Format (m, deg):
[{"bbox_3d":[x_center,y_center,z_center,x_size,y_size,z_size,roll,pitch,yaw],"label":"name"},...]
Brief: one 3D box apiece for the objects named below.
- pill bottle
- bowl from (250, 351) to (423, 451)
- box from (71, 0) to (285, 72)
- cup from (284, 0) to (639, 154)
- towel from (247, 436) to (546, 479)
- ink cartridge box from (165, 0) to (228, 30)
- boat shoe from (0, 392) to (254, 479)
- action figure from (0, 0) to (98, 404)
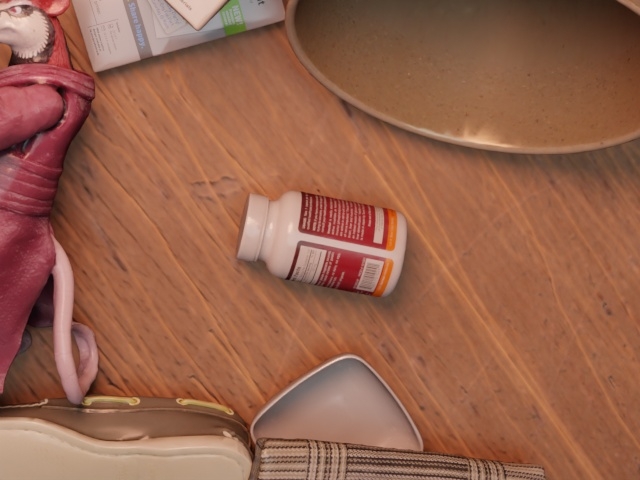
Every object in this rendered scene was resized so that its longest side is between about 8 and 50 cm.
[{"bbox_3d":[0.000,0.000,1.175,0.152,0.086,0.086,12,100,-8],"label":"pill bottle"},{"bbox_3d":[0.015,0.188,1.231,0.142,0.053,0.142,-35,103,3],"label":"bowl"},{"bbox_3d":[-0.139,-0.248,1.136,0.186,0.038,0.145,-16,102,-4],"label":"box"},{"bbox_3d":[0.158,-0.250,1.050,0.331,0.331,0.237,17,72,-9],"label":"cup"},{"bbox_3d":[0.054,0.360,1.198,0.312,0.056,0.324,10,95,-20],"label":"towel"},{"bbox_3d":[-0.063,-0.277,1.043,0.086,0.148,0.203,43,93,-10],"label":"ink cartridge box"},{"bbox_3d":[-0.216,0.199,1.191,0.305,0.091,0.109,4,118,-6],"label":"boat shoe"},{"bbox_3d":[-0.268,-0.046,1.057,0.275,0.248,0.370,22,101,-11],"label":"action figure"}]
